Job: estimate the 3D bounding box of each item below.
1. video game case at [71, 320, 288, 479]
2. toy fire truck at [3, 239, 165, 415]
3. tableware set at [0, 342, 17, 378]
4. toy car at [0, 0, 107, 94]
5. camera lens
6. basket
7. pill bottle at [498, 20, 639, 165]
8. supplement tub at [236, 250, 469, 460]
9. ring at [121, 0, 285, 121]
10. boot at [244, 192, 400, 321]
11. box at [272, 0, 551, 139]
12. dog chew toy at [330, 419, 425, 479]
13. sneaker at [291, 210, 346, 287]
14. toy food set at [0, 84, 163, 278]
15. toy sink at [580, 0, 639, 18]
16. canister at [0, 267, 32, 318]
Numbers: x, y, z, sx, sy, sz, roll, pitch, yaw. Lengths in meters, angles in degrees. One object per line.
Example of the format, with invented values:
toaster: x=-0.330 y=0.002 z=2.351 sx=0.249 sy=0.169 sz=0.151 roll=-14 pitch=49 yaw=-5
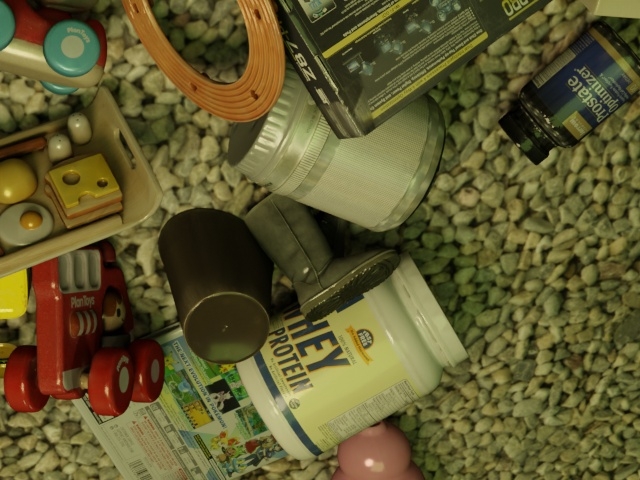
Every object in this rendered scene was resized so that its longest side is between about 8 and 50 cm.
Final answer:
video game case: x=-0.238 y=0.298 z=1.959 sx=0.300 sy=0.036 sz=0.329 roll=-24 pitch=118 yaw=4
toy fire truck: x=-0.350 y=0.126 z=1.719 sx=0.169 sy=0.302 sz=0.253 roll=1 pitch=91 yaw=13
tableware set: x=-0.522 y=0.185 z=1.832 sx=0.104 sy=0.024 sz=0.154 roll=-29 pitch=143 yaw=28
toy car: x=-0.378 y=-0.340 z=1.539 sx=0.210 sy=0.219 sz=0.237 roll=14 pitch=85 yaw=-15
camera lens: x=0.028 y=-0.150 z=1.661 sx=0.274 sy=0.219 sz=0.219 roll=21 pitch=112 yaw=-19
basket: x=-0.154 y=0.076 z=1.747 sx=0.204 sy=0.227 sz=0.154 roll=34 pitch=107 yaw=-23
pill bottle: x=0.385 y=-0.220 z=1.738 sx=0.219 sy=0.123 sz=0.123 roll=-42 pitch=116 yaw=15
supplement tub: x=0.050 y=0.181 z=1.827 sx=0.325 sy=0.235 sz=0.235 roll=-30 pitch=118 yaw=4
ring: x=-0.162 y=-0.313 z=1.519 sx=0.032 sy=0.337 sz=0.336 roll=-37 pitch=124 yaw=-29
boot: x=0.000 y=-0.001 z=1.751 sx=0.190 sy=0.208 sz=0.076 roll=-29 pitch=150 yaw=5
box: x=0.109 y=-0.372 z=1.516 sx=0.395 sy=0.097 sz=0.318 roll=-37 pitch=104 yaw=-16
dog chew toy: x=0.105 y=0.468 z=2.019 sx=0.207 sy=0.206 sz=0.331 roll=-8 pitch=111 yaw=-5
sneaker: x=-0.007 y=-0.005 z=1.828 sx=0.089 sy=0.051 sz=0.170 roll=-6 pitch=122 yaw=-11
toy food set: x=-0.400 y=-0.089 z=1.579 sx=0.306 sy=0.219 sz=0.092 roll=-22 pitch=154 yaw=-19
toy sink: x=0.470 y=-0.449 z=1.628 sx=0.153 sy=0.131 sz=0.234 roll=1 pitch=122 yaw=-10
canister: x=-0.466 y=0.026 z=1.700 sx=0.073 sy=0.170 sz=0.126 roll=0 pitch=118 yaw=-9
